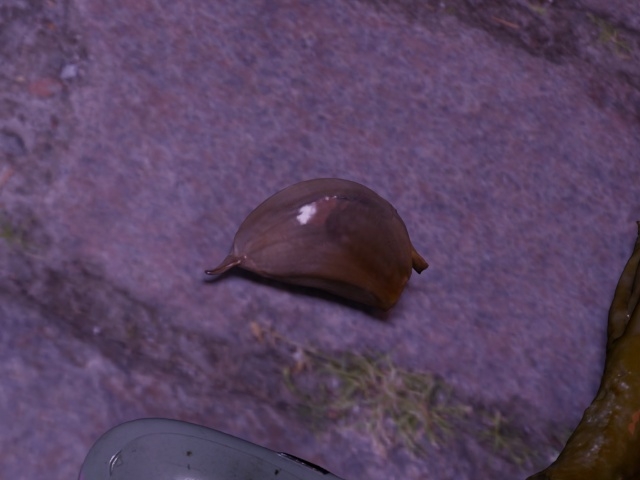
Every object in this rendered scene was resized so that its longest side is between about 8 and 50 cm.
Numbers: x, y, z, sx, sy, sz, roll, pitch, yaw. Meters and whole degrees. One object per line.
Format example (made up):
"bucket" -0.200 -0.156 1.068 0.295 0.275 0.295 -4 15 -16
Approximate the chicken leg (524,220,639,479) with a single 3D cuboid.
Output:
"chicken leg" 0.230 0.110 1.080 0.201 0.153 0.429 38 55 15

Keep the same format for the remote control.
"remote control" -0.017 0.171 0.922 0.256 0.045 0.097 20 62 -4

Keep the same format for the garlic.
"garlic" 0.004 -0.005 1.063 0.152 0.066 0.084 16 55 -22
